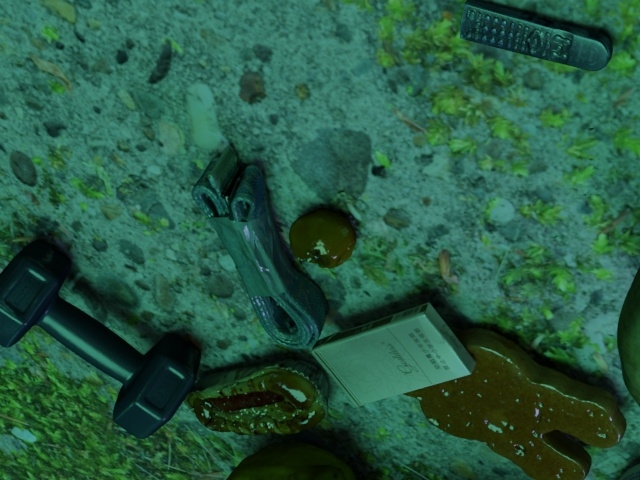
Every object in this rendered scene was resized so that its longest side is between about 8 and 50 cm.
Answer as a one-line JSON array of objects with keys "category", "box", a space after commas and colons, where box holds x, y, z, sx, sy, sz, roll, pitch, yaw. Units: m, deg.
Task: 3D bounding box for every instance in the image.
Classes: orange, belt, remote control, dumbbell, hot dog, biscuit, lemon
[{"category": "orange", "box": [0.000, 0.000, 1.384, 0.086, 0.062, 0.086, 13, 132, 14]}, {"category": "belt", "box": [-0.070, 0.016, 1.428, 0.087, 0.072, 0.302, 1, 133, 31]}, {"category": "remote control", "box": [0.214, -0.203, 1.114, 0.152, 0.027, 0.043, 17, 142, 13]}, {"category": "dumbbell", "box": [-0.333, 0.143, 1.622, 0.316, 0.156, 0.143, 37, 106, -11]}, {"category": "hot dog", "box": [-0.094, 0.233, 1.645, 0.253, 0.069, 0.131, -13, 125, 36]}, {"category": "biscuit", "box": [0.225, 0.200, 1.471, 0.334, 0.047, 0.202, 26, 136, 6]}, {"category": "lemon", "box": [-0.048, 0.433, 1.687, 0.245, 0.245, 0.320, 28, 130, -1]}]

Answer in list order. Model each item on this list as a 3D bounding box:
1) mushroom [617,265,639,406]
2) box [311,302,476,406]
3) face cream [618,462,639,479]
[{"category": "mushroom", "box": [0.467, 0.117, 1.118, 0.352, 0.260, 0.352, 19, 133, 23]}, {"category": "box", "box": [0.091, 0.150, 1.447, 0.198, 0.029, 0.109, -23, 114, 39]}, {"category": "face cream", "box": [0.483, 0.381, 1.476, 0.206, 0.111, 0.206, 14, 135, 15]}]
